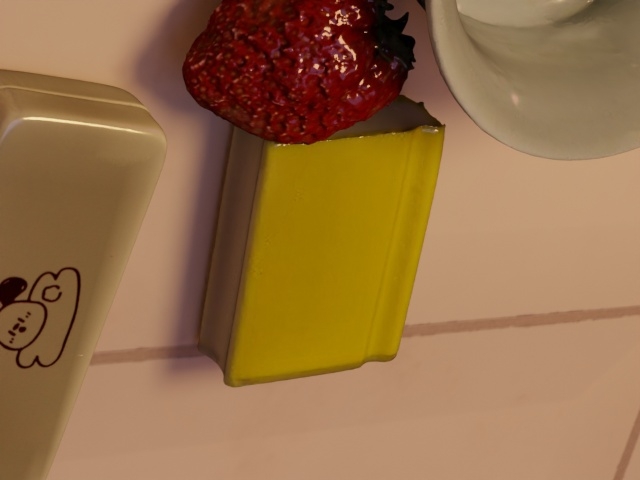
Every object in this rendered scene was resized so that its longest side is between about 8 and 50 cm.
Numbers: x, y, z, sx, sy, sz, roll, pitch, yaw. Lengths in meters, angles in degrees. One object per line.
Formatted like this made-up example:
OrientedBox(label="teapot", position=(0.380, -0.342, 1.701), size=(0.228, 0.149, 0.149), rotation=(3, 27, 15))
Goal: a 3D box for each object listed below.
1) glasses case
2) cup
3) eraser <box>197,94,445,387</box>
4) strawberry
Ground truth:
OrientedBox(label="glasses case", position=(-0.216, 0.039, 1.254), size=(0.131, 0.070, 0.313), rotation=(7, 116, -36))
OrientedBox(label="cup", position=(0.183, -0.243, 1.260), size=(0.347, 0.163, 0.347), rotation=(-17, 128, -24))
OrientedBox(label="eraser", position=(0.000, 0.000, 1.371), size=(0.158, 0.069, 0.226), rotation=(-8, 125, -31))
OrientedBox(label="strawberry", position=(-0.012, -0.131, 1.245), size=(0.148, 0.131, 0.131), rotation=(-26, 136, 15))
